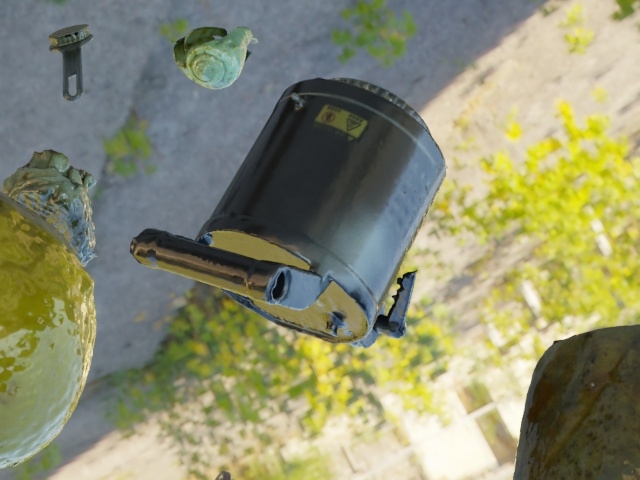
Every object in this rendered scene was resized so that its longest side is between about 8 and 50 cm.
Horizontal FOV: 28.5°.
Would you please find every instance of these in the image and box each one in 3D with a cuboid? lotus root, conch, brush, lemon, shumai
[{"bbox_3d":[0.307,0.269,1.211,0.250,0.346,0.250,9,153,4],"label":"lotus root"},{"bbox_3d":[-0.150,-0.269,1.774,0.170,0.105,0.079,-61,176,-60],"label":"conch"},{"bbox_3d":[-0.318,-0.230,1.609,0.062,0.266,0.027,-17,117,-4],"label":"brush"},{"bbox_3d":[-0.440,0.100,1.537,0.349,0.349,0.387,-13,123,-36],"label":"lemon"},{"bbox_3d":[-0.414,-0.049,1.986,0.184,0.184,0.142,-46,-168,44],"label":"shumai"}]

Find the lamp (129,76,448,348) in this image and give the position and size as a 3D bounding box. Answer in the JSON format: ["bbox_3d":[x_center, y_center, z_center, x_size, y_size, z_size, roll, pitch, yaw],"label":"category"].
[{"bbox_3d":[0.002,-0.042,1.322,0.205,0.272,0.374,14,171,27],"label":"lamp"}]

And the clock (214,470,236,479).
[{"bbox_3d":[-0.137,0.333,1.189,0.244,0.056,0.244,-62,-173,12],"label":"clock"}]
